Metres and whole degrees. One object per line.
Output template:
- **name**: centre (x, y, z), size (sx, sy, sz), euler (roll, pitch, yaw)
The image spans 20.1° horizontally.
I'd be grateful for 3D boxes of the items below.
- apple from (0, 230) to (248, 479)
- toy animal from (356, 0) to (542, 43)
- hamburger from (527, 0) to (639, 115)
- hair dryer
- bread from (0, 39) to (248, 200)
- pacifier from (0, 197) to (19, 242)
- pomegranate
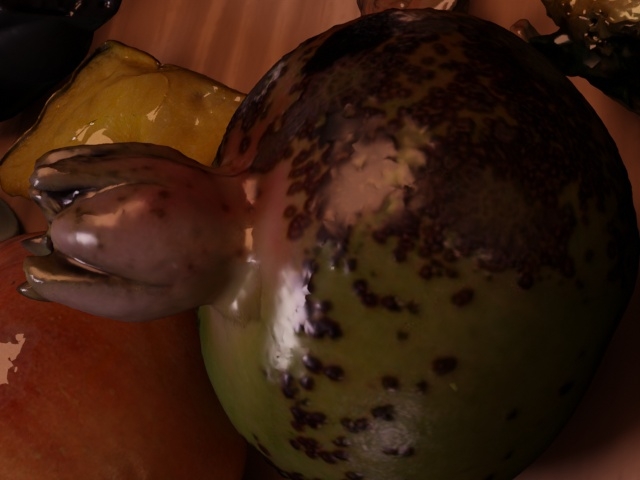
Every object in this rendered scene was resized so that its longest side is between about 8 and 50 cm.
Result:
- **apple**: centre (-0.168, 0.123, 1.155), size (0.253, 0.253, 0.253), euler (-24, 41, 23)
- **toy animal**: centre (0.072, -0.104, 1.263), size (0.157, 0.097, 0.312), euler (-23, 43, 43)
- **hamburger**: centre (0.254, -0.209, 1.151), size (0.309, 0.132, 0.211), euler (-41, 37, 2)
- **hair dryer**: centre (-0.243, -0.267, 1.544), size (0.244, 0.116, 0.302), euler (-19, 60, 61)
- **bread**: centre (-0.137, -0.063, 1.402), size (0.233, 0.088, 0.161), euler (24, 77, 47)
- **pacifier**: centre (-0.386, -0.106, 1.438), size (0.288, 0.343, 0.269), euler (36, 105, 44)
- **pomegranate**: centre (0.000, 0.000, 1.009), size (0.285, 0.340, 0.285), euler (-171, 90, -67)
